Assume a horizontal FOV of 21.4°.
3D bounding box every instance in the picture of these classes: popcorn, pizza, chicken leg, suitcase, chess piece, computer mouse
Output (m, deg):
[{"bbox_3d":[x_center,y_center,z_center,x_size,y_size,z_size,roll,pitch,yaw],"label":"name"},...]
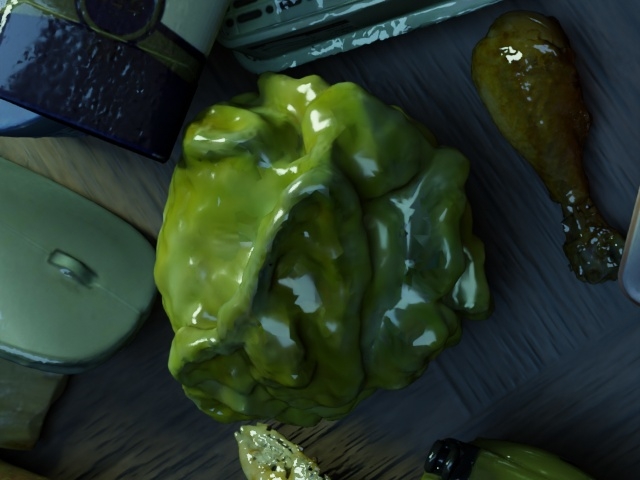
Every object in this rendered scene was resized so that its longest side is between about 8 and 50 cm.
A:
[{"bbox_3d":[0.004,0.009,1.415,0.312,0.312,0.312,2,95,18],"label":"popcorn"},{"bbox_3d":[0.004,0.290,1.493,0.071,0.189,0.297,-19,80,-22],"label":"pizza"},{"bbox_3d":[0.201,-0.077,1.452,0.087,0.107,0.251,-22,96,2],"label":"chicken leg"},{"bbox_3d":[0.171,0.253,1.424,0.194,0.235,0.143,20,76,15],"label":"suitcase"},{"bbox_3d":[-0.386,0.122,1.603,0.301,0.137,0.137,8,99,-21],"label":"chess piece"},{"bbox_3d":[-0.310,0.004,1.583,0.331,0.197,0.095,23,144,11],"label":"computer mouse"}]

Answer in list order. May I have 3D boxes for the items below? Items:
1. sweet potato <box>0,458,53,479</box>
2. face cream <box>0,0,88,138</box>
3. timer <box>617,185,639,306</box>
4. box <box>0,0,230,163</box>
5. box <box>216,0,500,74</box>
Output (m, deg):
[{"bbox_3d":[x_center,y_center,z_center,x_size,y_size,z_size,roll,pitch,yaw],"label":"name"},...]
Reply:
[{"bbox_3d":[-0.227,0.300,1.609,0.336,0.131,0.131,19,101,16],"label":"sweet potato"},{"bbox_3d":[-0.255,-0.215,1.520,0.249,0.225,0.249,1,93,16],"label":"face cream"},{"bbox_3d":[0.392,-0.031,1.362,0.257,0.161,0.250,18,108,16],"label":"timer"},{"bbox_3d":[-0.153,-0.209,1.349,0.168,0.071,0.259,20,93,-11],"label":"box"},{"bbox_3d":[0.028,-0.279,1.450,0.290,0.166,0.220,-15,90,19],"label":"box"}]
